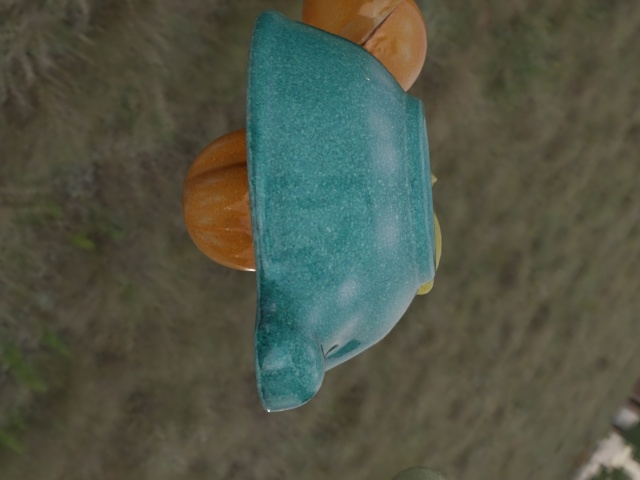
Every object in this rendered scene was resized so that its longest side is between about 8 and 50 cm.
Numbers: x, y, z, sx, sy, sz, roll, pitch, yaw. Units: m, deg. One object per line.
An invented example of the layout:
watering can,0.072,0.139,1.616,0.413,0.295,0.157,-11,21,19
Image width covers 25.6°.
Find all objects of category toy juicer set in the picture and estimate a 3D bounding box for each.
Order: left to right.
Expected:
toy juicer set,0.000,0.000,0.535,0.209,0.089,0.329,72,15,-67
